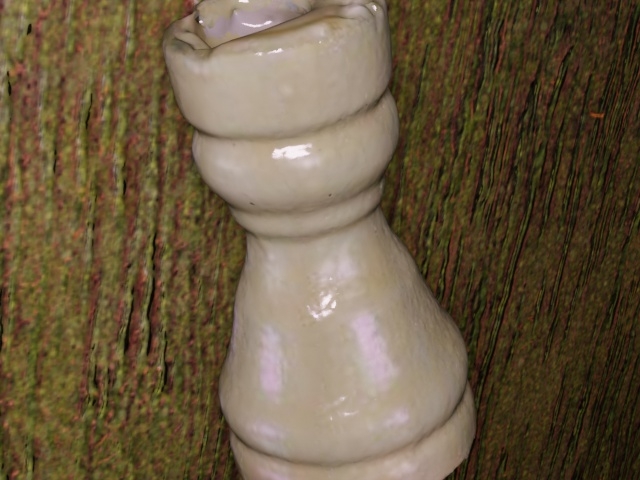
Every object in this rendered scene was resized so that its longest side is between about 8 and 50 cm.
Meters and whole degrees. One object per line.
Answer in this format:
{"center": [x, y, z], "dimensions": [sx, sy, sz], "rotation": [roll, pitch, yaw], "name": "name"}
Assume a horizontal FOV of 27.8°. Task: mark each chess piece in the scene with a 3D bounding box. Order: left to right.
{"center": [0.000, 0.000, 1.124], "dimensions": [0.234, 0.234, 0.442], "rotation": [-27, 122, -27], "name": "chess piece"}
